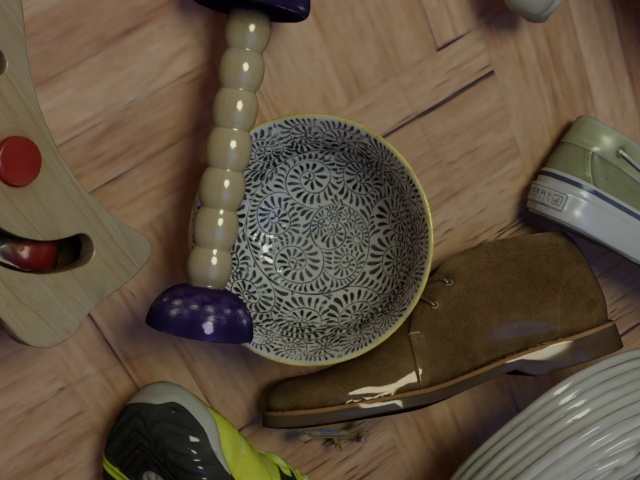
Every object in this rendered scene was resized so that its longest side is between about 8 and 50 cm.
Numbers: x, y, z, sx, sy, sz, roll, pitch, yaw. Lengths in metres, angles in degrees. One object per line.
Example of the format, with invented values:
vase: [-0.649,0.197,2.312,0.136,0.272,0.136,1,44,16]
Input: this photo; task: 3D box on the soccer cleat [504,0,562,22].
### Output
soccer cleat: [0.178,-0.252,0.683,0.196,0.068,0.076,-67,158,-1]

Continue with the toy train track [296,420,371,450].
toy train track: [0.013,0.163,0.779,0.048,0.014,0.083,-36,149,30]

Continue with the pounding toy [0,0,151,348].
pounding toy: [-0.235,-0.058,0.551,0.269,0.155,0.154,49,57,-42]

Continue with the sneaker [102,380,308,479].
sneaker: [-0.031,0.244,0.764,0.384,0.145,0.147,59,46,-27]

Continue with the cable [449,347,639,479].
cable: [0.221,0.199,0.821,0.257,0.089,0.257,-29,149,0]

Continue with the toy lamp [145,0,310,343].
toy lamp: [-0.058,-0.076,0.604,0.080,0.080,0.274,10,92,-29]

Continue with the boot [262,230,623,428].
boot: [0.089,0.075,0.771,0.305,0.112,0.115,-16,87,-15]

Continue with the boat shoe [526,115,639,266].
boat shoe: [0.314,-0.011,0.824,0.302,0.109,0.094,22,98,-29]

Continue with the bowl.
bowl: [0.000,0.000,0.669,0.170,0.170,0.080,-60,167,7]
